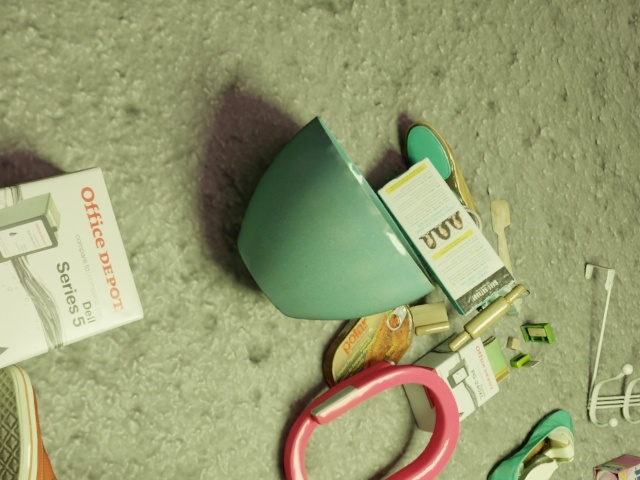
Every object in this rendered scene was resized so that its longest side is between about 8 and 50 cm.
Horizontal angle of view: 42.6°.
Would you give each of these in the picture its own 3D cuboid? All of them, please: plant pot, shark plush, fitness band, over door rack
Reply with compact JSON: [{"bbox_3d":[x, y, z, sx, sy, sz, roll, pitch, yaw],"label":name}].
[{"bbox_3d":[0.000,0.000,1.155,0.195,0.290,0.290,-34,110,6],"label":"plant pot"},{"bbox_3d":[0.304,0.103,1.464,0.161,0.073,0.067,2,116,-39],"label":"shark plush"},{"bbox_3d":[0.081,0.308,1.261,0.291,0.054,0.209,-25,106,-18],"label":"fitness band"},{"bbox_3d":[0.649,0.209,1.661,0.239,0.108,0.324,4,84,-35],"label":"over door rack"}]

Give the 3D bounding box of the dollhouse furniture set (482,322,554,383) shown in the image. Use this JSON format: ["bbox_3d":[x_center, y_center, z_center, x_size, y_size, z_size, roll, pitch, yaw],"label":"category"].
[{"bbox_3d":[0.353,0.202,1.486,0.152,0.058,0.076,-26,101,-33],"label":"dollhouse furniture set"}]

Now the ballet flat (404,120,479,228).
[{"bbox_3d":[0.210,-0.103,1.412,0.232,0.080,0.073,66,30,-16],"label":"ballet flat"}]

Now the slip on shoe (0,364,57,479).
[{"bbox_3d":[-0.357,0.310,0.975,0.101,0.123,0.331,-2,82,-67],"label":"slip on shoe"}]

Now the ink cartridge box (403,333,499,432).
[{"bbox_3d":[0.220,0.240,1.389,0.150,0.063,0.109,-29,103,-32],"label":"ink cartridge box"}]

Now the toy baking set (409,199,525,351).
[{"bbox_3d":[0.243,0.054,1.368,0.256,0.030,0.197,-35,92,-4],"label":"toy baking set"}]

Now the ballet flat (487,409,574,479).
[{"bbox_3d":[0.410,0.397,1.495,0.247,0.087,0.083,-31,104,-32],"label":"ballet flat"}]

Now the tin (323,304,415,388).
[{"bbox_3d":[0.078,0.169,1.314,0.189,0.040,0.106,-48,117,-26],"label":"tin"}]

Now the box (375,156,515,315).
[{"bbox_3d":[0.199,-0.006,1.327,0.100,0.060,0.244,-35,88,-2],"label":"box"}]

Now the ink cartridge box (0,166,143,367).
[{"bbox_3d":[-0.373,0.040,0.964,0.273,0.115,0.198,-19,98,-34],"label":"ink cartridge box"}]

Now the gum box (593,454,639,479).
[{"bbox_3d":[0.613,0.537,1.640,0.107,0.062,0.188,-8,91,-34],"label":"gum box"}]
